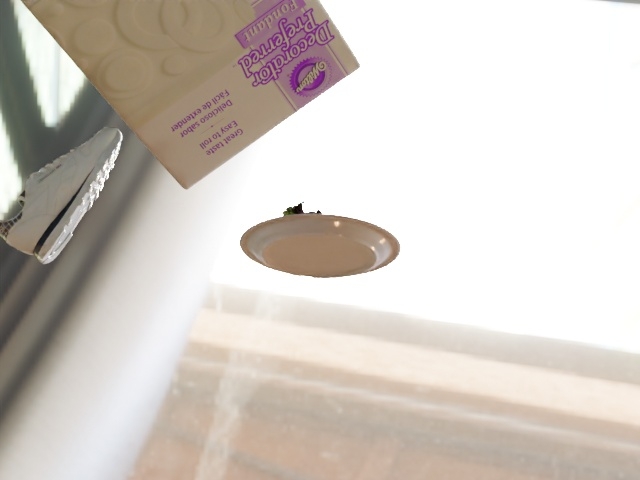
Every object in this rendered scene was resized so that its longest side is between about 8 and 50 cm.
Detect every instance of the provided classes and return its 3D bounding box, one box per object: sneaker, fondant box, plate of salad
[{"bbox_3d":[-0.371,-0.082,1.902,0.095,0.235,0.090,30,154,4],"label":"sneaker"},{"bbox_3d":[-0.139,-0.241,1.348,0.238,0.330,0.096,-35,-137,4],"label":"fondant box"},{"bbox_3d":[0.000,0.000,1.631,0.200,0.048,0.200,3,157,1],"label":"plate of salad"}]
